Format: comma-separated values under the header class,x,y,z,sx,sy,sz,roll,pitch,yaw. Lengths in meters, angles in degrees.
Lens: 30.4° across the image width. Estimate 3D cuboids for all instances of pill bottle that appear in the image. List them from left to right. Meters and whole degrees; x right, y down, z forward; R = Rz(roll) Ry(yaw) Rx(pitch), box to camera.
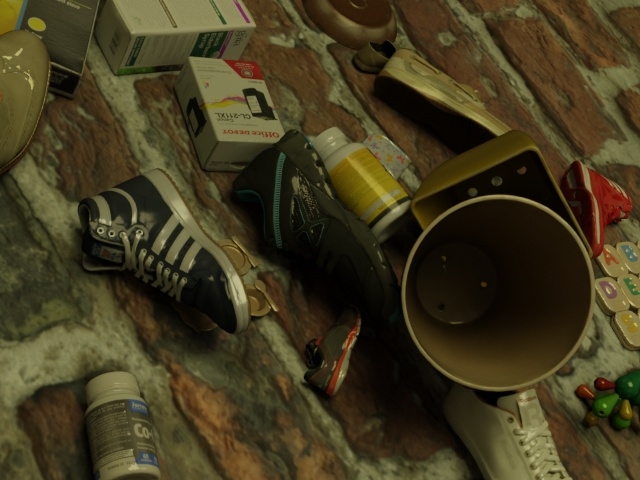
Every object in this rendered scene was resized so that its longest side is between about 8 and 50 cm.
class,x,y,z,sx,sy,sz,roll,pitch,yaw
pill bottle,-0.242,0.233,1.423,0.078,0.078,0.137,2,54,-29
pill bottle,0.057,-0.088,1.853,0.103,0.103,0.184,-27,72,-43

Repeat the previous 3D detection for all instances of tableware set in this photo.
class,x,y,z,sx,sy,sz,roll,pitch,yaw
tableware set,-0.145,0.059,1.668,0.169,0.020,0.141,-11,61,-37

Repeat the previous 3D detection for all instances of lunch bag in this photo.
class,x,y,z,sx,sy,sz,roll,pitch,yaw
lunch bag,0.096,-0.131,1.951,0.083,0.053,0.071,44,46,-6

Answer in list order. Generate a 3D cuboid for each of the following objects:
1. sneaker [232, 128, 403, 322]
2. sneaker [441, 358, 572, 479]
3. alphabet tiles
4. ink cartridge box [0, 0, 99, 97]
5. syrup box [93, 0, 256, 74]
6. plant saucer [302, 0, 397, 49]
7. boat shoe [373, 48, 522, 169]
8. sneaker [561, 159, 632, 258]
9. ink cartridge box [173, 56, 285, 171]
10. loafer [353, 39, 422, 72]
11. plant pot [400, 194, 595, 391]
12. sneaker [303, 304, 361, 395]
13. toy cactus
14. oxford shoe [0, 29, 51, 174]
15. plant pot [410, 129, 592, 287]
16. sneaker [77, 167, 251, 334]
class,x,y,z,sx,sy,sz,roll,pitch,yaw
sneaker,0.000,0.000,1.737,0.140,0.125,0.340,-34,64,-3
sneaker,0.278,0.283,1.622,0.106,0.123,0.290,-11,48,-38
alphabet tiles,0.604,0.114,2.074,0.284,0.021,0.278,-6,58,-34
ink cartridge box,-0.491,-0.385,1.799,0.304,0.072,0.307,17,49,-19
syrup box,-0.232,-0.339,1.896,0.237,0.093,0.096,-10,60,-37
plant saucer,0.062,-0.436,2.197,0.199,0.036,0.198,16,47,-18
boat shoe,0.243,-0.233,2.075,0.302,0.109,0.098,32,61,3
sneaker,0.510,-0.046,2.105,0.128,0.087,0.221,17,48,-16
ink cartridge box,-0.140,-0.197,1.848,0.127,0.072,0.175,-1,54,-33
loafer,0.130,-0.332,2.139,0.148,0.050,0.056,-8,59,-35
plant pot,0.218,0.066,1.662,0.257,0.274,0.256,0,91,-6
sneaker,0.015,0.145,1.668,0.065,0.061,0.158,20,43,-2
toy cactus,0.497,0.212,1.826,0.219,0.180,0.112,2,33,-36
oxford shoe,-0.451,-0.158,1.554,0.141,0.146,0.397,28,51,-11
plant pot,0.284,-0.056,1.867,0.212,0.212,0.187,58,19,-20
sneaker,-0.219,0.032,1.573,0.153,0.099,0.282,-20,60,-32
